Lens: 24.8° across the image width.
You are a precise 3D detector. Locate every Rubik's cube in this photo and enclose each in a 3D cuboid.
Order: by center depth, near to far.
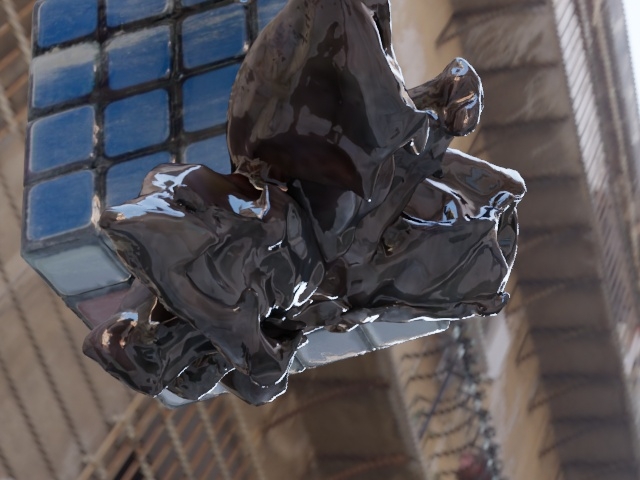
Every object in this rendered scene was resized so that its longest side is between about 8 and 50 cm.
[{"bbox_3d":[-0.066,-0.054,1.143,0.258,0.256,0.253,-16,-36,13],"label":"Rubik's cube"}]

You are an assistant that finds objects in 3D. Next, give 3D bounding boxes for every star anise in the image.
[{"bbox_3d":[-0.002,-0.001,0.599,0.110,0.198,0.257,43,-3,24],"label":"star anise"}]
